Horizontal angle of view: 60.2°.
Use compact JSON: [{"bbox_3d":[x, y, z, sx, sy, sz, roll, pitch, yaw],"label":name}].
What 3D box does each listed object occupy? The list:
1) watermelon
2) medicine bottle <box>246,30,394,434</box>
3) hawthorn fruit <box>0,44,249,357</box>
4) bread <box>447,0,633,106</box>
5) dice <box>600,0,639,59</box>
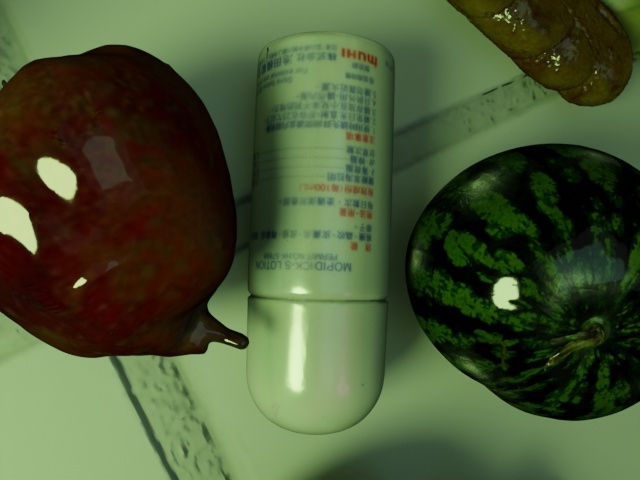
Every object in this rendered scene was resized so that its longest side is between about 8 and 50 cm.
[{"bbox_3d":[0.219,0.036,0.536,0.269,0.269,0.269,1,87,-23],"label":"watermelon"},{"bbox_3d":[0.000,0.000,0.503,0.130,0.130,0.341,3,85,-23],"label":"medicine bottle"},{"bbox_3d":[-0.145,-0.007,0.402,0.208,0.208,0.248,-37,93,-20],"label":"hawthorn fruit"},{"bbox_3d":[0.226,-0.273,0.639,0.344,0.084,0.124,28,70,-18],"label":"bread"},{"bbox_3d":[0.445,-0.372,0.650,0.233,0.238,0.227,24,80,-21],"label":"dice"}]
